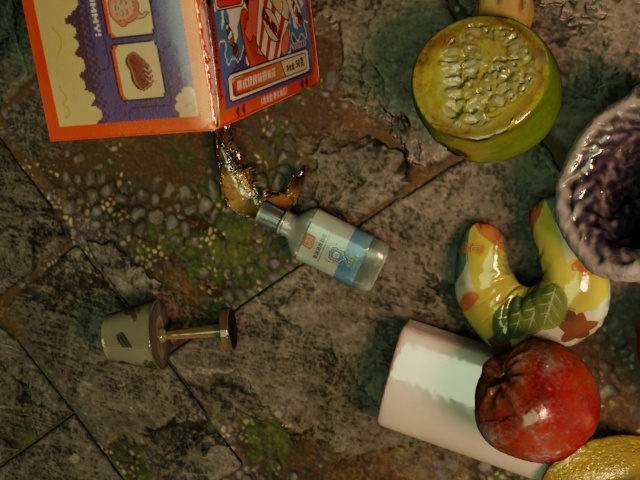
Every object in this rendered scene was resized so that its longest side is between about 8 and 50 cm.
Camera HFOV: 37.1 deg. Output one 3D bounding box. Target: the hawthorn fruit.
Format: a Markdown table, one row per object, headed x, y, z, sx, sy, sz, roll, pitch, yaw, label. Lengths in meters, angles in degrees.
| x | y | z | sx | sy | sz | roll | pitch | yaw | label |
| --- | --- | --- | --- | --- | --- | --- | --- | --- | --- |
| 0.297 | 0.223 | 1.300 | 0.172 | 0.173 | 0.173 | 6 | 110 | 18 | hawthorn fruit |

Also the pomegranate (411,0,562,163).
| x | y | z | sx | sy | sz | roll | pitch | yaw | label |
| --- | --- | --- | --- | --- | --- | --- | --- | --- | --- |
| 0.220 | -0.216 | 1.276 | 0.189 | 0.159 | 0.241 | -21 | 72 | 16 | pomegranate |

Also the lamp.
| x | y | z | sx | sy | sz | roll | pitch | yaw | label |
| --- | --- | --- | --- | --- | --- | --- | --- | --- | --- |
| -0.248 | 0.154 | 1.582 | 0.214 | 0.121 | 0.121 | -6 | 106 | 7 | lamp |

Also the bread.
| x | y | z | sx | sy | sz | roll | pitch | yaw | label |
| --- | --- | --- | --- | --- | --- | --- | --- | --- | --- |
| 0.416 | 0.362 | 1.403 | 0.187 | 0.065 | 0.150 | -4 | 121 | -15 | bread |

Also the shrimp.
| x | y | z | sx | sy | sz | roll | pitch | yaw | label |
| --- | --- | --- | --- | --- | --- | --- | --- | --- | --- |
| -0.096 | -0.123 | 1.471 | 0.147 | 0.035 | 0.195 | -2 | 117 | 24 | shrimp |

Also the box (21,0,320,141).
| x | y | z | sx | sy | sz | roll | pitch | yaw | label |
| --- | --- | --- | --- | --- | --- | --- | --- | --- | --- |
| -0.191 | -0.323 | 1.270 | 0.256 | 0.348 | 0.319 | -3 | 105 | 20 | box |

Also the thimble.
| x | y | z | sx | sy | sz | roll | pitch | yaw | label |
| --- | --- | --- | --- | --- | --- | --- | --- | --- | --- |
| 0.426 | -0.065 | 1.203 | 0.217 | 0.157 | 0.246 | 21 | 100 | 46 | thimble |

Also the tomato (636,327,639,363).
| x | y | z | sx | sy | sz | roll | pitch | yaw | label |
| --- | --- | --- | --- | --- | --- | --- | --- | --- | --- |
| 0.517 | 0.160 | 1.268 | 0.195 | 0.195 | 0.136 | 50 | 129 | -2 | tomato |

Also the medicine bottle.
| x | y | z | sx | sy | sz | roll | pitch | yaw | label |
| --- | --- | --- | --- | --- | --- | --- | --- | --- | --- |
| 0.000 | 0.000 | 1.466 | 0.208 | 0.054 | 0.090 | 26 | 116 | 3 | medicine bottle |

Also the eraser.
| x | y | z | sx | sy | sz | roll | pitch | yaw | label |
| --- | --- | --- | --- | --- | --- | --- | --- | --- | --- |
| 0.235 | 0.242 | 1.447 | 0.270 | 0.095 | 0.174 | 17 | 107 | 12 | eraser |

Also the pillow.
| x | y | z | sx | sy | sz | roll | pitch | yaw | label |
| --- | --- | --- | --- | --- | --- | --- | --- | --- | --- |
| 0.298 | 0.059 | 1.361 | 0.233 | 0.086 | 0.214 | -19 | 89 | 39 | pillow |
